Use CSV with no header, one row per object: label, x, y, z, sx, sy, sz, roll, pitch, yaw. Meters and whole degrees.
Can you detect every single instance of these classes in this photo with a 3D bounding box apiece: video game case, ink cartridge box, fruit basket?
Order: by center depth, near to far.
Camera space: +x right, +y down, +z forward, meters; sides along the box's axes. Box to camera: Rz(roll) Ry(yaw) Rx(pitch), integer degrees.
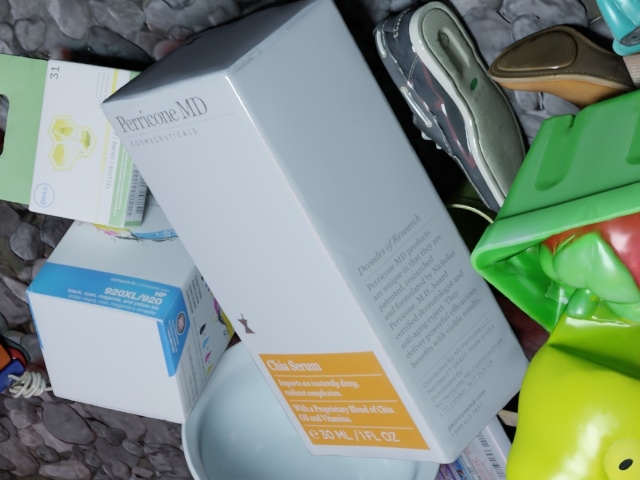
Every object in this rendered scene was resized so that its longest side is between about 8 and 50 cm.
fruit basket,0.306,0.095,1.440,0.283,0.392,0.392,-16,122,39
ink cartridge box,-0.296,-0.115,1.787,0.235,0.056,0.171,10,95,19
ink cartridge box,-0.192,0.054,1.828,0.168,0.233,0.171,10,135,18
video game case,0.190,0.296,1.908,0.193,0.023,0.212,-14,108,58

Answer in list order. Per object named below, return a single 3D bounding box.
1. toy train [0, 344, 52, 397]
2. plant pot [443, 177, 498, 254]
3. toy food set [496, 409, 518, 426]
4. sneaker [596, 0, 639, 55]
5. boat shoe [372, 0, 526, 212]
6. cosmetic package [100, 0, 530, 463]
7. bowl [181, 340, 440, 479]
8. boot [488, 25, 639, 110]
toy train,-0.455,0.140,2.172,0.248,0.105,0.143,-6,114,34
plant pot,0.160,-0.029,1.662,0.083,0.079,0.083,16,137,16
toy food set,0.158,0.112,1.822,0.218,0.071,0.128,46,160,-15
sneaker,0.331,-0.203,1.352,0.295,0.124,0.178,43,134,2
boat shoe,0.132,-0.125,1.587,0.079,0.084,0.233,-12,119,42
cosmetic package,0.000,0.000,1.637,0.230,0.161,0.453,-7,118,52
bowl,-0.015,0.256,1.881,0.298,0.298,0.134,21,140,10
boot,0.265,-0.124,1.521,0.197,0.073,0.152,2,138,36
